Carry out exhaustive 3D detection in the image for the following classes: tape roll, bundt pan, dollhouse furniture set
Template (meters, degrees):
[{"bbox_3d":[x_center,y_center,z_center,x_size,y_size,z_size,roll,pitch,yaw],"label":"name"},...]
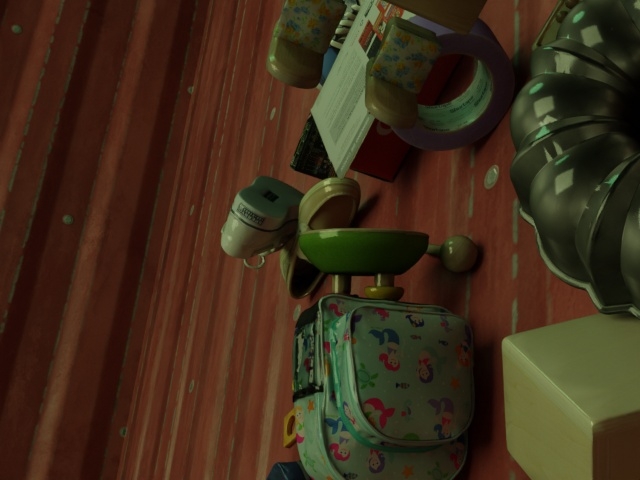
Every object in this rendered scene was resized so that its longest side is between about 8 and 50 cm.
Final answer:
[{"bbox_3d":[0.175,-0.228,1.314,0.189,0.189,0.080,-60,25,31],"label":"tape roll"},{"bbox_3d":[0.301,-0.096,0.756,0.331,0.124,0.331,-12,65,27],"label":"bundt pan"},{"bbox_3d":[0.171,-0.271,1.006,0.256,0.394,0.362,-85,19,-55],"label":"dollhouse furniture set"}]

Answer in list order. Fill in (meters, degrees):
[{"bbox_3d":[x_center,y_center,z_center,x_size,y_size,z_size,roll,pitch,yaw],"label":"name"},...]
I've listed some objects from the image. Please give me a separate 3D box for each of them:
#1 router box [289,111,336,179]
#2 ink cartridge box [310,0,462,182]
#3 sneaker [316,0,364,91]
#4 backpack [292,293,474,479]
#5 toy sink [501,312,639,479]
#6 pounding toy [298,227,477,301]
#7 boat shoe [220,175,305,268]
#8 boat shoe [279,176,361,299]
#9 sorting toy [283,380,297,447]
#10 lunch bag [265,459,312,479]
[{"bbox_3d":[0.003,-0.187,1.853,0.122,0.092,0.038,-68,21,12],"label":"router box"},{"bbox_3d":[0.122,-0.270,1.565,0.309,0.130,0.272,-62,25,28],"label":"ink cartridge box"},{"bbox_3d":[0.088,-0.446,1.781,0.323,0.130,0.236,-68,16,-3],"label":"sneaker"},{"bbox_3d":[0.083,0.202,1.173,0.191,0.225,0.253,151,125,-64],"label":"backpack"},{"bbox_3d":[0.293,0.143,0.776,0.153,0.234,0.131,-130,30,-65],"label":"toy sink"},{"bbox_3d":[0.085,0.047,1.294,0.183,0.237,0.110,168,104,-70],"label":"pounding toy"},{"bbox_3d":[-0.114,-0.023,1.814,0.156,0.136,0.367,-59,-2,14],"label":"boat shoe"},{"bbox_3d":[0.000,0.000,1.709,0.302,0.109,0.098,122,150,-47],"label":"boat shoe"},{"bbox_3d":[-0.004,0.255,1.595,0.348,0.047,0.196,-59,25,34],"label":"sorting toy"},{"bbox_3d":[-0.052,0.424,1.565,0.067,0.065,0.098,57,131,40],"label":"lunch bag"}]
